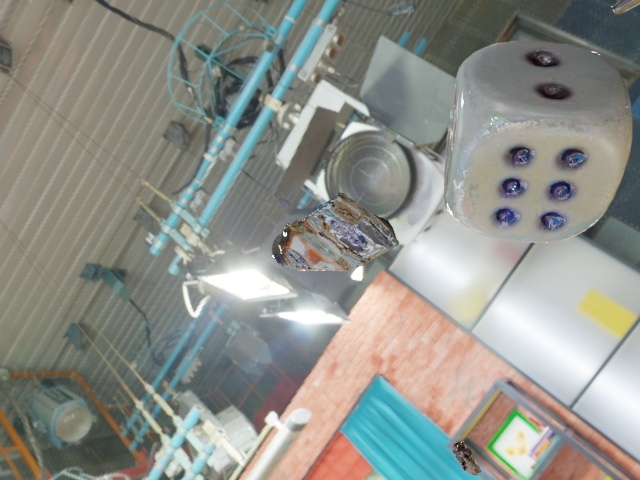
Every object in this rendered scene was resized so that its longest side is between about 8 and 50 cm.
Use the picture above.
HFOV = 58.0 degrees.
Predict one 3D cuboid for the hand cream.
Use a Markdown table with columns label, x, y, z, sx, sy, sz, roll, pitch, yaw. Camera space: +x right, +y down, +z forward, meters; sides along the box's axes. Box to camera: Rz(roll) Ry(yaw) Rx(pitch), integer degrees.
| label | x | y | z | sx | sy | sz | roll | pitch | yaw |
| --- | --- | --- | --- | --- | --- | --- | --- | --- | --- |
| hand cream | 0.000 | 0.000 | 0.482 | 0.039 | 0.062 | 0.163 | -53 | 14 | -21 |

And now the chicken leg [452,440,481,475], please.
| label | x | y | z | sx | sy | sz | roll | pitch | yaw |
| --- | --- | --- | --- | --- | --- | --- | --- | --- | --- |
| chicken leg | 0.170 | 0.255 | 0.669 | 0.021 | 0.036 | 0.083 | -37 | -39 | 0 |

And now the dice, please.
| label | x | y | z | sx | sy | sz | roll | pitch | yaw |
| --- | --- | --- | --- | --- | --- | --- | --- | --- | --- |
| dice | 0.260 | -0.124 | 0.726 | 0.193 | 0.194 | 0.192 | 90 | -170 | -45 |

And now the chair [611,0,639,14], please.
| label | x | y | z | sx | sy | sz | roll | pitch | yaw |
| --- | --- | --- | --- | --- | --- | --- | --- | --- | --- |
| chair | 0.140 | -0.201 | 0.115 | 0.166 | 0.188 | 0.272 | -8 | -7 | -41 |
